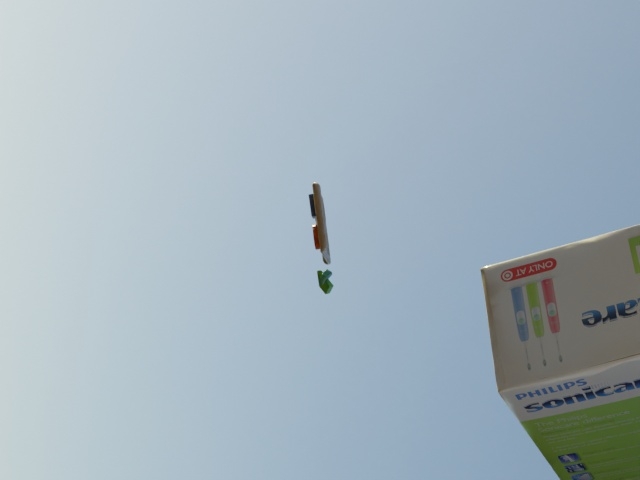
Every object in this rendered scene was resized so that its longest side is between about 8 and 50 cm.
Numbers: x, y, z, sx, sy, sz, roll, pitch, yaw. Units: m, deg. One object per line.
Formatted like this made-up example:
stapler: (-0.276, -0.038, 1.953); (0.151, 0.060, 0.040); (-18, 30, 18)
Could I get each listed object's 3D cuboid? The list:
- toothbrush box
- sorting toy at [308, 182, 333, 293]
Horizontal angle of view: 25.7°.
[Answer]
toothbrush box: (0.278, 0.112, 1.173); (0.283, 0.206, 0.122); (50, 29, -51)
sorting toy: (0.000, 0.000, 1.133); (0.062, 0.012, 0.083); (77, 6, -77)
